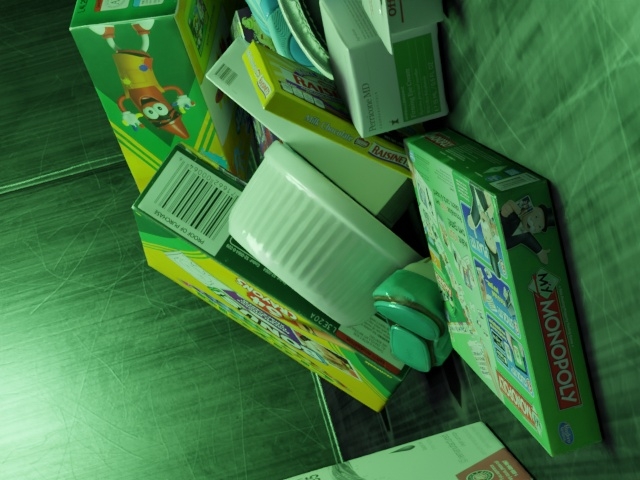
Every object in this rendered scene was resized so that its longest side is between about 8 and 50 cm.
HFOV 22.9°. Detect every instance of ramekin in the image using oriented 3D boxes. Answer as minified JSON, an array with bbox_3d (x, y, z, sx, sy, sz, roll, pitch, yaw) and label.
[{"bbox_3d":[0.000,0.000,1.655,0.207,0.109,0.207,38,-179,-1],"label":"ramekin"}]

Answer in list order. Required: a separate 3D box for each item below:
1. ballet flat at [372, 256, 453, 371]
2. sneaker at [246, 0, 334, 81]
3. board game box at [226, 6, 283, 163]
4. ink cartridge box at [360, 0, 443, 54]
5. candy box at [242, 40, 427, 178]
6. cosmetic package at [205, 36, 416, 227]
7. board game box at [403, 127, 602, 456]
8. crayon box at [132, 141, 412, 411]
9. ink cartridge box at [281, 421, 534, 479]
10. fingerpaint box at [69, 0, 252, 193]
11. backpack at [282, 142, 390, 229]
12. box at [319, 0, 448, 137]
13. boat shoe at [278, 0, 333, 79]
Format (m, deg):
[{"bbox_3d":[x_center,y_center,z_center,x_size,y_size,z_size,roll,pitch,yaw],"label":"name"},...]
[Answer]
[{"bbox_3d":[0.103,0.063,1.598,0.087,0.083,0.247,-62,-13,-13],"label":"ballet flat"},{"bbox_3d":[0.006,-0.231,1.703,0.319,0.127,0.208,61,-176,26],"label":"sneaker"},{"bbox_3d":[-0.074,-0.196,2.124,0.347,0.056,0.208,-172,62,-85],"label":"board game box"},{"bbox_3d":[0.059,-0.248,1.349,0.180,0.060,0.104,-113,10,-51],"label":"ink cartridge box"},{"bbox_3d":[0.025,-0.118,1.498,0.027,0.206,0.105,-56,30,19],"label":"candy box"},{"bbox_3d":[-0.005,-0.114,1.666,0.239,0.060,0.099,40,180,14],"label":"cosmetic package"},{"bbox_3d":[0.146,0.030,1.332,0.317,0.046,0.213,-129,23,-75],"label":"board game box"},{"bbox_3d":[-0.043,0.056,1.902,0.363,0.106,0.313,33,167,5],"label":"crayon box"},{"bbox_3d":[0.069,0.302,1.598,0.207,0.283,0.117,-131,26,-76],"label":"ink cartridge box"},{"bbox_3d":[-0.211,-0.331,2.349,0.371,0.163,0.445,72,-162,-47],"label":"fingerpaint box"},{"bbox_3d":[0.004,-0.066,1.894,0.182,0.152,0.115,62,-137,-58],"label":"backpack"},{"bbox_3d":[0.057,-0.168,1.435,0.102,0.087,0.101,-113,9,-51],"label":"box"},{"bbox_3d":[-0.003,-0.304,1.526,0.091,0.114,0.302,75,178,-82],"label":"boat shoe"}]
